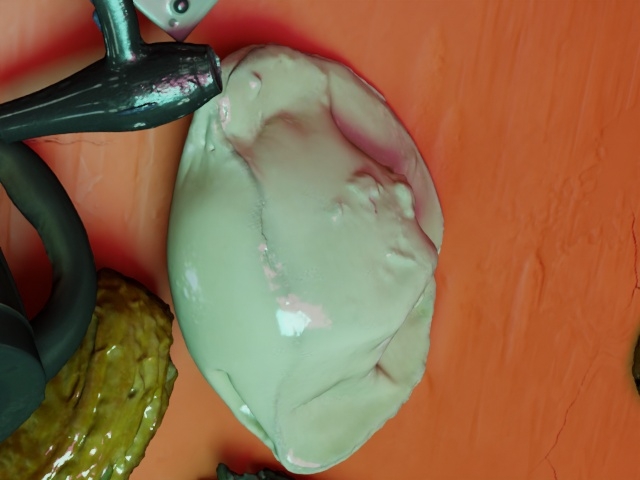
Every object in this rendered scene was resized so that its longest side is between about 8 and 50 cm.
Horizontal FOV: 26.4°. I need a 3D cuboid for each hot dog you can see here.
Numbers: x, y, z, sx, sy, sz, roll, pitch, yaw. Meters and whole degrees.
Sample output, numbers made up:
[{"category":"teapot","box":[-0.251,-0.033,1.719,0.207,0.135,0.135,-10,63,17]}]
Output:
[{"category":"hot dog","box":[-0.271,0.202,1.225,0.387,0.267,0.174,-43,88,-2]}]

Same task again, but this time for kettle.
[{"category":"kettle","box":[-0.342,0.006,1.099,0.321,0.324,0.228,-12,150,-30]}]

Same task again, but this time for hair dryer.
[{"category":"hair dryer","box":[-0.197,-0.182,1.111,0.196,0.075,0.219,-13,124,6]}]

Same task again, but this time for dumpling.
[{"category":"dumpling","box":[0.000,0.000,1.297,0.316,0.233,0.394,-28,107,-43]}]

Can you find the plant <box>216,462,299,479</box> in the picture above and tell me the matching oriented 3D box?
[{"category":"plant","box":[-0.050,0.304,1.404,0.203,0.131,0.142,16,107,-23]}]

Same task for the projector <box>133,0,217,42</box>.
[{"category":"projector","box":[-0.148,-0.319,1.134,0.250,0.108,0.198,40,93,-30]}]

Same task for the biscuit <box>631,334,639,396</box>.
[{"category":"biscuit","box":[0.442,0.129,1.563,0.192,0.049,0.192,-7,107,-22]}]
